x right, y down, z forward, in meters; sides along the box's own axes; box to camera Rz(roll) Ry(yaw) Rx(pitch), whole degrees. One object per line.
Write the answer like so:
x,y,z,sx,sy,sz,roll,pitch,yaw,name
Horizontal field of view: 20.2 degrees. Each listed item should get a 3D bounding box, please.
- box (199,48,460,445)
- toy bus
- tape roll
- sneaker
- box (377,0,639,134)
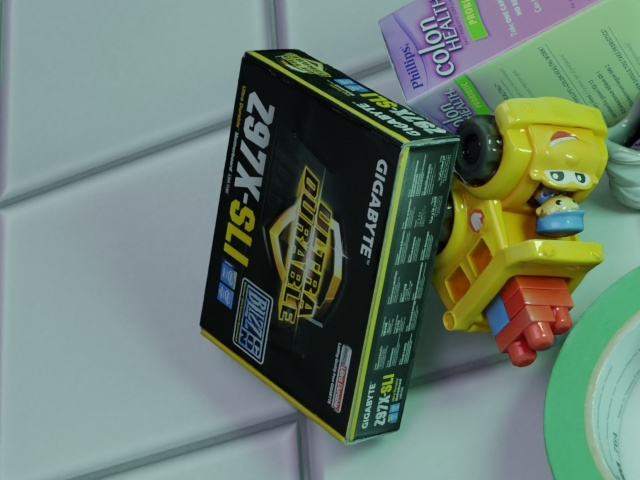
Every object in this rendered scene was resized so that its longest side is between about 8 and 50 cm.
0.000,0.000,1.779,0.257,0.079,0.322,35,123,44,box
0.195,0.002,1.697,0.220,0.149,0.211,-55,42,41,toy bus
0.362,0.156,1.601,0.321,0.077,0.321,-15,56,23,tape roll
0.369,-0.127,1.733,0.232,0.115,0.090,-38,51,6,sneaker
0.219,-0.180,1.789,0.243,0.213,0.117,-28,53,14,box
